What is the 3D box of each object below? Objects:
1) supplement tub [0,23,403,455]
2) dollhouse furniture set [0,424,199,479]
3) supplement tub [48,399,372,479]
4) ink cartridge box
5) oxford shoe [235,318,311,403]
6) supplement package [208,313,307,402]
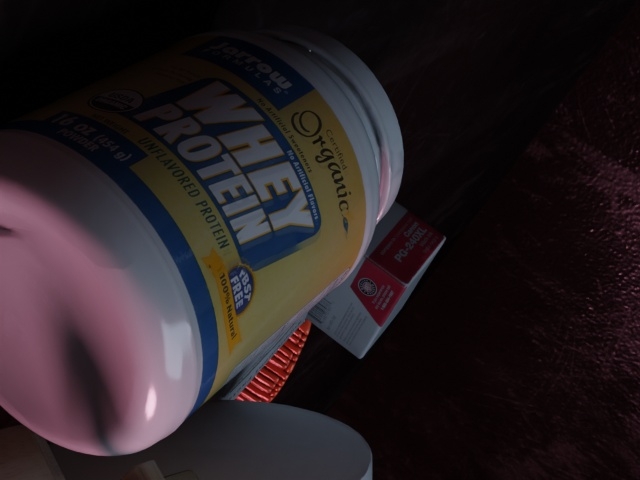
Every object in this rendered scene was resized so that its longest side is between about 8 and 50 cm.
[{"bbox_3d":[-0.062,-0.012,0.473,0.199,0.144,0.144,-40,165,-46],"label":"supplement tub"},{"bbox_3d":[-0.143,0.274,0.416,0.174,0.355,0.303,-4,145,-52],"label":"dollhouse furniture set"},{"bbox_3d":[-0.066,0.275,0.619,0.228,0.228,0.316,-23,115,-67],"label":"supplement tub"},{"bbox_3d":[0.000,0.000,0.757,0.063,0.150,0.109,-47,170,-36],"label":"ink cartridge box"},{"bbox_3d":[-0.109,0.139,1.003,0.271,0.097,0.098,-48,-170,11],"label":"oxford shoe"},{"bbox_3d":[-0.062,0.017,0.676,0.105,0.105,0.179,-46,169,-31],"label":"supplement package"}]
